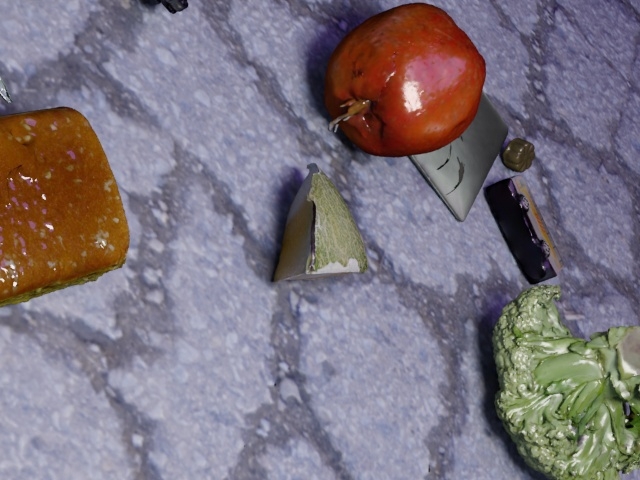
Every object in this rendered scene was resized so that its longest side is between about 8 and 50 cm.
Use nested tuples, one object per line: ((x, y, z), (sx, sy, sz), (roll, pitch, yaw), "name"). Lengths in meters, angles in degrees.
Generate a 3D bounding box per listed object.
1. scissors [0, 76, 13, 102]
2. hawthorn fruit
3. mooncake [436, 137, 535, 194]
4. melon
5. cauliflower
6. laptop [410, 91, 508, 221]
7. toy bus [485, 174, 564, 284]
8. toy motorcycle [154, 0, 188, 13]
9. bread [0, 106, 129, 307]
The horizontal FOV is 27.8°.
((-0.405, -0.249, 1.352), (0.144, 0.017, 0.247), (-30, 95, -51), "scissors")
((0.095, -0.204, 1.756), (0.299, 0.211, 0.211), (-33, 96, -40), "hawthorn fruit")
((0.248, -0.123, 1.951), (0.347, 0.057, 0.150), (-41, 135, -52), "mooncake")
((0.005, 0.000, 1.632), (0.139, 0.093, 0.202), (35, 39, -28), "melon")
((0.374, 0.206, 1.813), (0.275, 0.250, 0.272), (27, 50, -32), "cauliflower")
((0.206, -0.171, 1.999), (0.187, 0.015, 0.269), (51, 41, -18), "laptop")
((0.321, -0.019, 2.021), (0.072, 0.057, 0.172), (-29, 94, -57), "toy bus")
((-0.245, -0.402, 1.474), (0.212, 0.125, 0.358), (69, 11, 20), "toy motorcycle")
((-0.308, -0.031, 1.275), (0.234, 0.110, 0.184), (-20, 88, -52), "bread")
